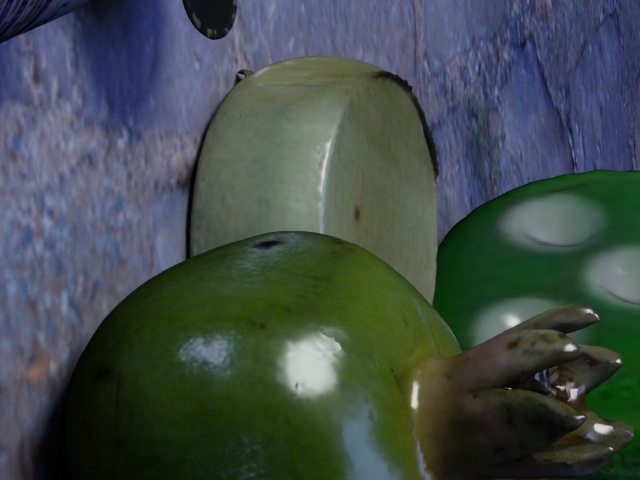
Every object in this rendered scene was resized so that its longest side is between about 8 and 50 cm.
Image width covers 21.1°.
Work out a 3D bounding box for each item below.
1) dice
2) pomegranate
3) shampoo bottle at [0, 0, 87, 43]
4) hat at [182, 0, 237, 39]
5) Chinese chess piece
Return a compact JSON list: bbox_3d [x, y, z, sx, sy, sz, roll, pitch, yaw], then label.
[{"bbox_3d":[0.223,0.142,1.175,0.300,0.287,0.297,-66,151,-52],"label":"dice"},{"bbox_3d":[0.010,0.081,0.683,0.187,0.225,0.187,35,48,-50],"label":"pomegranate"},{"bbox_3d":[-0.121,-0.102,0.533,0.303,0.092,0.092,-46,131,-63],"label":"shampoo bottle"},{"bbox_3d":[-0.071,-0.139,0.720,0.121,0.050,0.121,-13,90,-85],"label":"hat"},{"bbox_3d":[0.000,0.000,0.878,0.188,0.083,0.188,1,90,-69],"label":"Chinese chess piece"}]
